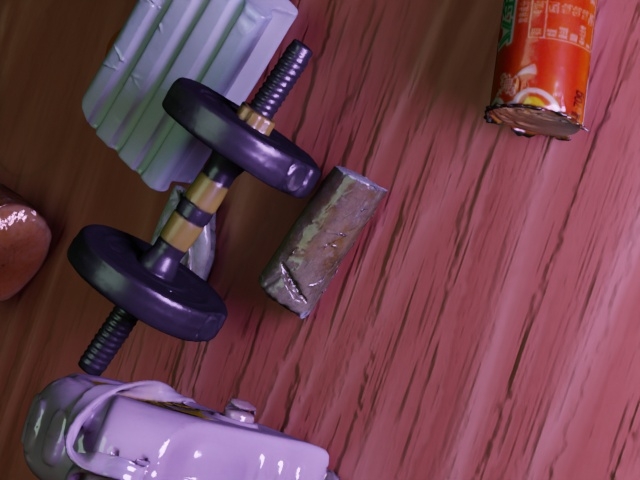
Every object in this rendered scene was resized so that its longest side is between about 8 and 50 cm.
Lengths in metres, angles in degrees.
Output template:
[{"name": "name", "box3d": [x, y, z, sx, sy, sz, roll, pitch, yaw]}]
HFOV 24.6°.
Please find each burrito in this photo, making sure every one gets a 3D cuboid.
[{"name": "burrito", "box3d": [-0.122, 0.012, 1.305, 0.074, 0.044, 0.118, 28, 99, 33]}]

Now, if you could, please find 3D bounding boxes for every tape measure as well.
[{"name": "tape measure", "box3d": [-0.133, 0.168, 1.161, 0.197, 0.236, 0.120, 14, 87, 47]}]

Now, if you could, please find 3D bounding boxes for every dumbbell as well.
[{"name": "dumbbell", "box3d": [-0.103, -0.024, 1.201, 0.143, 0.143, 0.325, 40, 100, 39]}]

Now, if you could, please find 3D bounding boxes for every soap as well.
[{"name": "soap", "box3d": [-0.120, -0.156, 1.293, 0.119, 0.066, 0.198, 44, 118, 17]}]

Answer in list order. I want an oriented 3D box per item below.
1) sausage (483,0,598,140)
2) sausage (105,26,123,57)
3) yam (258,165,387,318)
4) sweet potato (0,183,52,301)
[{"name": "sausage", "box3d": [0.175, -0.211, 1.099, 0.083, 0.083, 0.264, 0, 78, 40]}, {"name": "sausage", "box3d": [-0.075, -0.231, 1.322, 0.347, 0.053, 0.053, -28, 63, 31]}, {"name": "yam", "box3d": [0.000, 0.000, 1.202, 0.054, 0.054, 0.132, 43, 106, 38]}, {"name": "sweet potato", "box3d": [-0.414, -0.043, 1.510, 0.336, 0.131, 0.131, 31, 99, 40]}]
